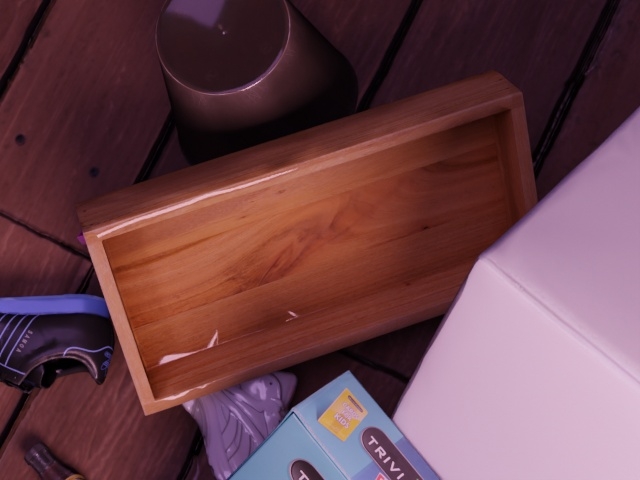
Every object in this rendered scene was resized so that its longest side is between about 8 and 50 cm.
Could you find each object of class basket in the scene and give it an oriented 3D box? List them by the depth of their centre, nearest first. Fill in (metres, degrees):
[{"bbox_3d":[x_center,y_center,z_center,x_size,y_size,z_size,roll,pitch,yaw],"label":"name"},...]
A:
[{"bbox_3d":[-0.072,-0.166,1.303,0.204,0.227,0.154,-27,74,1],"label":"basket"}]

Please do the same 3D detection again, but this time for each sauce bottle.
[{"bbox_3d":[-0.249,0.257,1.323,0.128,0.042,0.042,43,86,14],"label":"sauce bottle"}]

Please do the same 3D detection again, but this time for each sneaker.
[{"bbox_3d":[-0.064,0.180,1.293,0.115,0.090,0.232,-29,75,-3],"label":"sneaker"},{"bbox_3d":[-0.327,0.111,1.349,0.232,0.081,0.090,-5,69,6],"label":"sneaker"}]

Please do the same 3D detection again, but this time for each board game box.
[{"bbox_3d":[0.003,0.304,1.137,0.253,0.336,0.079,50,43,10],"label":"board game box"}]

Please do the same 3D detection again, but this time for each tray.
[{"bbox_3d":[0.000,0.000,1.234,0.411,0.202,0.076,-18,30,-8],"label":"tray"}]

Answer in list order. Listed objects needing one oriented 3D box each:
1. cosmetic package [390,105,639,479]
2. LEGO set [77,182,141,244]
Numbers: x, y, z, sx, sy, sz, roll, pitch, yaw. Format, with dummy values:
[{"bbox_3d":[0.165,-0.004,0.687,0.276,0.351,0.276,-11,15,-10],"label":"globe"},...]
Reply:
[{"bbox_3d":[0.315,0.091,1.063,0.327,0.329,0.394,40,56,14],"label":"cosmetic package"},{"bbox_3d":[-0.121,-0.015,1.347,0.227,0.093,0.087,-11,36,32],"label":"LEGO set"}]
